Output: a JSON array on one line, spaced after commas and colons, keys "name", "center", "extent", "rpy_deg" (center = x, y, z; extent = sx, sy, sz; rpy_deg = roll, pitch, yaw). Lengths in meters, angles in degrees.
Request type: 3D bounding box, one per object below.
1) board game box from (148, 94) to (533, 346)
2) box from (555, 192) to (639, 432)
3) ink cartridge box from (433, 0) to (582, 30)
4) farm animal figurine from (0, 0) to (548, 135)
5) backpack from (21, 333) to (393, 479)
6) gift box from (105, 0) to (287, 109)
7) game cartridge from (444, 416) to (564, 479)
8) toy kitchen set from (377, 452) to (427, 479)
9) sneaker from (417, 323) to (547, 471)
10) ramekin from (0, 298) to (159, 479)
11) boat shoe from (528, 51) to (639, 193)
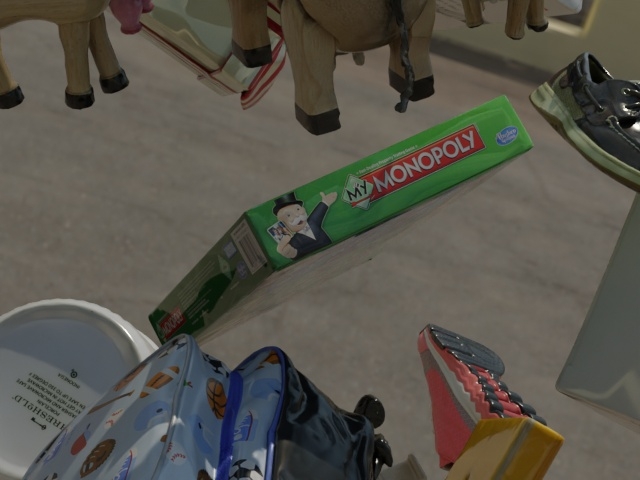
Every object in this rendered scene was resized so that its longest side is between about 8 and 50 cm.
[{"name": "board game box", "center": [0.000, 0.000, 0.995], "extent": [0.213, 0.046, 0.317], "rpy_deg": [-27, -5, -24]}, {"name": "box", "center": [0.381, 0.097, 1.153], "extent": [0.168, 0.215, 0.345], "rpy_deg": [20, -6, 38]}, {"name": "ink cartridge box", "center": [0.099, -0.318, 1.381], "extent": [0.307, 0.129, 0.223], "rpy_deg": [2, -12, 45]}, {"name": "farm animal figurine", "center": [-0.050, -0.192, 0.814], "extent": [0.330, 0.172, 0.326], "rpy_deg": [-33, 44, -31]}, {"name": "backpack", "center": [-0.098, 0.215, 0.860], "extent": [0.213, 0.263, 0.276], "rpy_deg": [38, 23, -11]}, {"name": "gift box", "center": [-0.126, -0.346, 1.744], "extent": [0.258, 0.255, 0.276], "rpy_deg": [35, 1, -12]}, {"name": "game cartridge", "center": [0.130, 0.333, 1.355], "extent": [0.052, 0.324, 0.285], "rpy_deg": [29, -8, 2]}, {"name": "toy kitchen set", "center": [0.173, 0.387, 1.738], "extent": [0.166, 0.122, 0.207], "rpy_deg": [-20, 58, -14]}, {"name": "sneaker", "center": [0.175, 0.218, 1.663], "extent": [0.116, 0.136, 0.314], "rpy_deg": [24, 18, -25]}, {"name": "ramekin", "center": [-0.293, 0.189, 1.477], "extent": [0.272, 0.273, 0.127], "rpy_deg": [20, -25, 9]}, {"name": "boat shoe", "center": [0.236, -0.095, 1.034], "extent": [0.080, 0.073, 0.223], "rpy_deg": [26, 15, -25]}]
